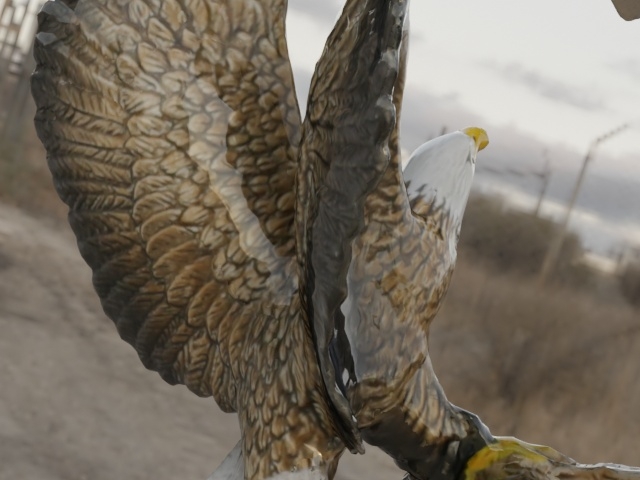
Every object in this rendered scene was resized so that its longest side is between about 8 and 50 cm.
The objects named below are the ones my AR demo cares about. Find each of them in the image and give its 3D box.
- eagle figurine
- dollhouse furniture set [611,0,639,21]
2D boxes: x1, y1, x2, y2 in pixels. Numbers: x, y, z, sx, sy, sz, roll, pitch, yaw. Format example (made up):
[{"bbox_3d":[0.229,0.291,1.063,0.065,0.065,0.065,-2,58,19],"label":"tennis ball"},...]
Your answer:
[{"bbox_3d":[0.003,-0.006,0.673,0.298,0.226,0.225,60,17,-25],"label":"eagle figurine"},{"bbox_3d":[0.248,-0.367,0.849,0.394,0.362,0.256,61,3,-4],"label":"dollhouse furniture set"}]
